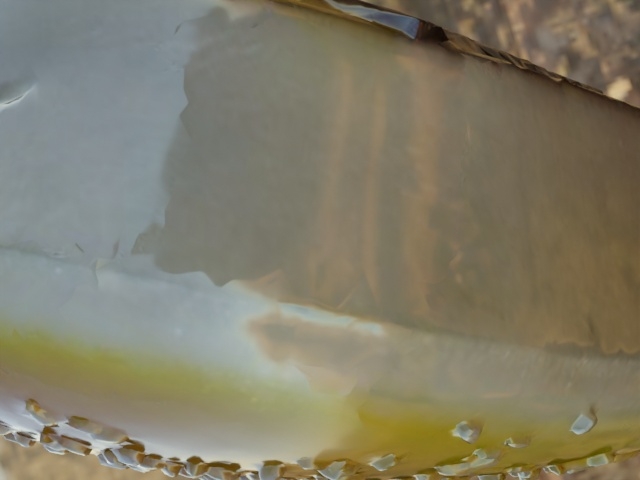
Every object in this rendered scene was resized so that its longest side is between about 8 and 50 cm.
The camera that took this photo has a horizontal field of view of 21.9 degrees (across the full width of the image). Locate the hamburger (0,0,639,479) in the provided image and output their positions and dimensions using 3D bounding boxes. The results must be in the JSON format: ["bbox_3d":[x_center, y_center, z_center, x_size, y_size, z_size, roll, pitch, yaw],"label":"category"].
[{"bbox_3d":[0.000,0.000,0.494,0.227,0.295,0.151,22,96,43],"label":"hamburger"}]
